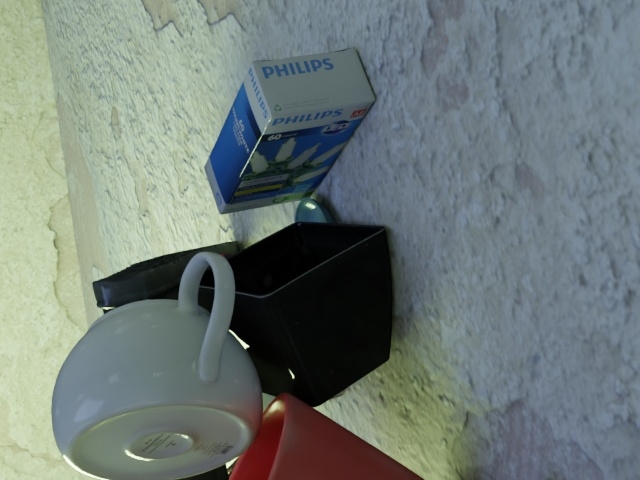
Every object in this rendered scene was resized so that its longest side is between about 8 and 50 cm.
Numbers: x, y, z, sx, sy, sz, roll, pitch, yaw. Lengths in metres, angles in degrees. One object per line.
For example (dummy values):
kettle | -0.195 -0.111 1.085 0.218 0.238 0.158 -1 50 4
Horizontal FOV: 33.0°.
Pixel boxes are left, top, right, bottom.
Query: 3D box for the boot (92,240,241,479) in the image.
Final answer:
boot | -0.185 0.243 1.626 0.146 0.367 0.445 -12 95 22

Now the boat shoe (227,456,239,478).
boat shoe | -0.126 0.420 1.782 0.342 0.123 0.123 -20 83 66

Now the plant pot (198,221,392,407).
plant pot | -0.020 0.091 1.302 0.187 0.188 0.167 5 120 53

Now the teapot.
teapot | -0.187 0.148 1.233 0.252 0.256 0.187 67 -170 -57

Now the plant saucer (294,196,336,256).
plant saucer | 0.000 0.000 1.419 0.119 0.021 0.119 168 90 -67

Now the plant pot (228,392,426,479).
plant pot | 0.014 0.339 1.196 0.275 0.243 0.275 -63 7 14

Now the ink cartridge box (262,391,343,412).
ink cartridge box | -0.045 0.178 1.543 0.175 0.072 0.127 -35 69 65

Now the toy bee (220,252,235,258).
toy bee | -0.119 0.172 1.404 0.162 0.195 0.298 14 96 41

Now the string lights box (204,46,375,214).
string lights box | -0.045 -0.128 1.317 0.260 0.133 0.077 127 127 -61
